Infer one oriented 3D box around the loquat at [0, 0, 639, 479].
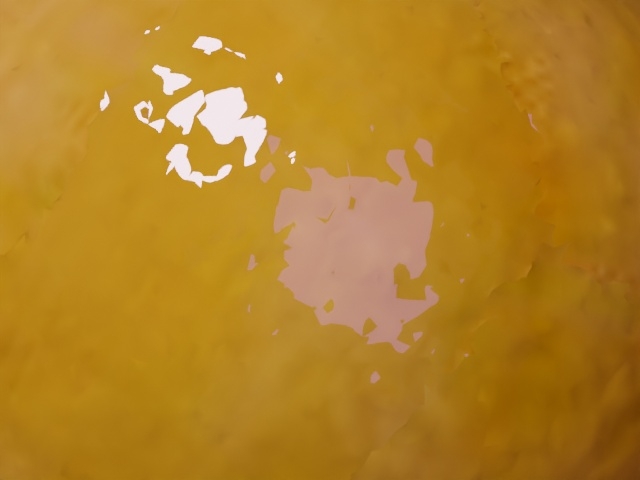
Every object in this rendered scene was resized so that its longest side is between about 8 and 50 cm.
[{"bbox_3d":[0.000,0.000,0.518,0.274,0.275,0.275,3,78,-15],"label":"loquat"}]
